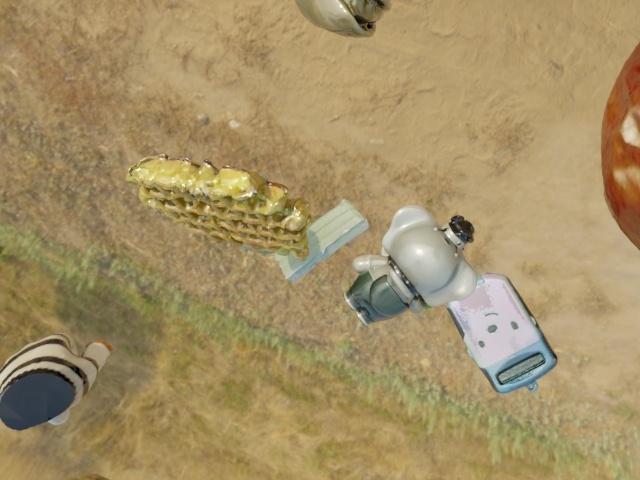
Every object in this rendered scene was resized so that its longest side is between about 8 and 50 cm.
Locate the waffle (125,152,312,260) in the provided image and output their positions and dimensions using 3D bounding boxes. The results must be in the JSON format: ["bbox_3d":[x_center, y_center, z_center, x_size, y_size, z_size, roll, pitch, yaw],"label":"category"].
[{"bbox_3d":[-0.146,-0.055,0.968,0.309,0.065,0.283,24,160,-13],"label":"waffle"}]

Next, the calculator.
[{"bbox_3d":[0.418,0.217,1.454,0.172,0.051,0.293,-31,76,10],"label":"calculator"}]

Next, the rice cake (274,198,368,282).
[{"bbox_3d":[0.000,0.000,1.510,0.237,0.127,0.043,-39,128,6],"label":"rice cake"}]

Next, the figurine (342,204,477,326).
[{"bbox_3d":[0.122,0.037,0.832,0.192,0.126,0.147,-37,90,15],"label":"figurine"}]

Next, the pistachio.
[{"bbox_3d":[0.030,-0.348,0.866,0.135,0.226,0.136,-8,125,-11],"label":"pistachio"}]

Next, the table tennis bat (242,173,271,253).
[{"bbox_3d":[-0.135,-0.063,1.377,0.152,0.244,0.040,13,131,-15],"label":"table tennis bat"}]

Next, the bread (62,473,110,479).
[{"bbox_3d":[-0.346,0.432,0.831,0.229,0.230,0.123,-2,127,24],"label":"bread"}]

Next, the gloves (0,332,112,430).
[{"bbox_3d":[-0.406,0.200,0.943,0.131,0.140,0.218,37,179,-21],"label":"gloves"}]

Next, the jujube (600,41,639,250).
[{"bbox_3d":[0.321,-0.098,0.381,0.223,0.223,0.318,26,149,-4],"label":"jujube"}]
